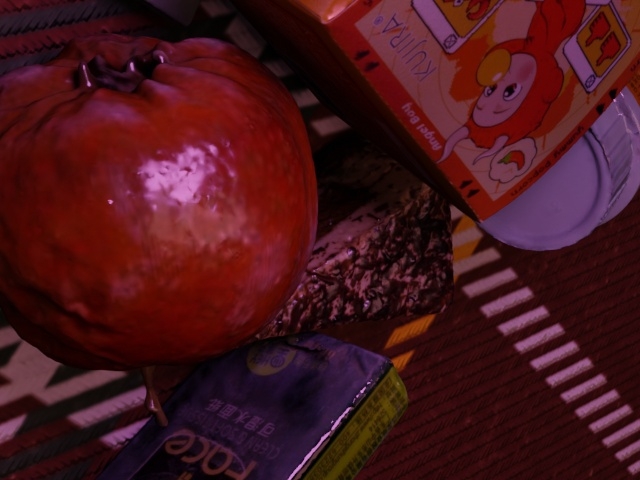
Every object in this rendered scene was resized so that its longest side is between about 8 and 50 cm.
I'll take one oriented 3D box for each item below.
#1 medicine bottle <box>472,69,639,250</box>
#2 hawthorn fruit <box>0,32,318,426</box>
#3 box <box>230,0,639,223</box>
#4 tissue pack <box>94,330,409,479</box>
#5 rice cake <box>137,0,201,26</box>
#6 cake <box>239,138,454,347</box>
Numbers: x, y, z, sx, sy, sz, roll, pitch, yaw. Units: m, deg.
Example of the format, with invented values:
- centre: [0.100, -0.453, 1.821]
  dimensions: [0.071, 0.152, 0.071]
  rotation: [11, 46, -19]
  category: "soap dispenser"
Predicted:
- centre: [0.227, -0.119, 1.303]
  dimensions: [0.318, 0.158, 0.158]
  rotation: [-43, 136, -51]
  category: "medicine bottle"
- centre: [-0.116, 0.003, 1.011]
  dimensions: [0.242, 0.242, 0.272]
  rotation: [-30, 129, -36]
  category: "hawthorn fruit"
- centre: [0.085, -0.207, 1.056]
  dimensions: [0.259, 0.214, 0.283]
  rotation: [-47, 144, -1]
  category: "box"
- centre: [-0.064, 0.169, 1.169]
  dimensions: [0.235, 0.173, 0.073]
  rotation: [-48, 129, -21]
  category: "tissue pack"
- centre: [-0.145, -0.220, 1.016]
  dimensions: [0.221, 0.042, 0.080]
  rotation: [27, 91, -49]
  category: "rice cake"
- centre: [-0.007, -0.004, 1.207]
  dimensions: [0.246, 0.112, 0.135]
  rotation: [-7, 108, -42]
  category: "cake"
